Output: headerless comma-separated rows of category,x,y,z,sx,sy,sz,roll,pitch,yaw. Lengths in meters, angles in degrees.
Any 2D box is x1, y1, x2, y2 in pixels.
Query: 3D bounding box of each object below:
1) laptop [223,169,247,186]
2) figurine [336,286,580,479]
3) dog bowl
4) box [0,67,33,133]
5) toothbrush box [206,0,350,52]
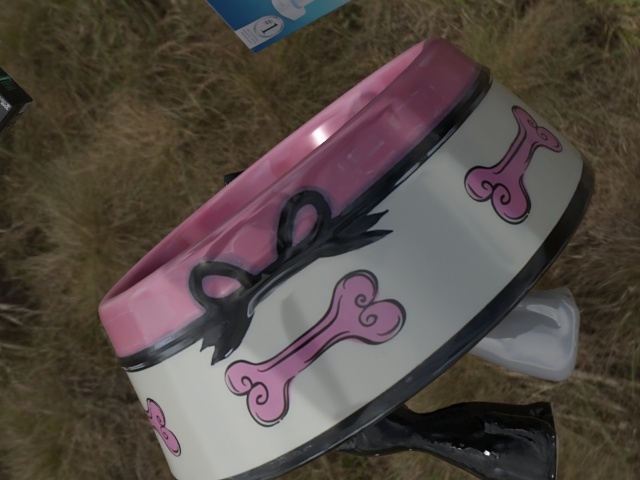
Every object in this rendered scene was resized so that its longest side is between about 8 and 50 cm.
laptop,0.033,-0.005,1.020,0.264,0.136,0.234,-13,86,-4
figurine,0.112,0.123,0.762,0.209,0.092,0.215,5,119,9
dog bowl,0.000,0.000,0.675,0.408,0.408,0.150,-35,100,18
box,-0.423,-0.184,1.075,0.083,0.052,0.062,45,112,-5
toothbrush box,-0.008,-0.358,0.865,0.295,0.216,0.126,-24,58,19
